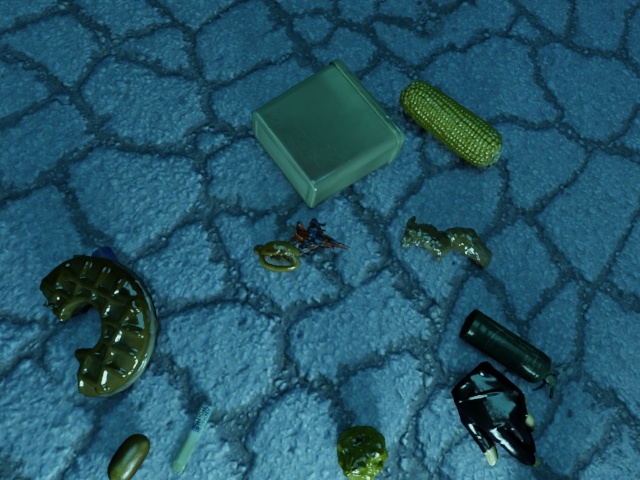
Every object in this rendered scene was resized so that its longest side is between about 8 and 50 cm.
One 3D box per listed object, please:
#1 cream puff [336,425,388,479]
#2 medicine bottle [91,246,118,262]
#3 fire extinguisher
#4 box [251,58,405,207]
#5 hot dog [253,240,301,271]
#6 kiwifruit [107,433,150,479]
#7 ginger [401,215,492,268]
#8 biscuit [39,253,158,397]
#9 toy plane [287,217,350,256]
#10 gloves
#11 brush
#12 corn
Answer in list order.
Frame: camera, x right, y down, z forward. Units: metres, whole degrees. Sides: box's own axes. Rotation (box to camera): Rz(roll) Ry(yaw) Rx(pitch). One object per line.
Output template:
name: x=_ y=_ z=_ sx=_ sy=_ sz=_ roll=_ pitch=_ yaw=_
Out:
cream puff: x=0.107 y=0.539 z=1.361 sx=0.146 sy=0.116 sz=0.146 roll=2 pitch=69 yaw=-4
medicine bottle: x=-0.547 y=0.126 z=1.452 sx=0.059 sy=0.059 sz=0.231 roll=-27 pitch=75 yaw=-18
fire extinguisher: x=0.548 y=0.326 z=1.528 sx=0.311 sy=0.095 sz=0.115 roll=32 pitch=102 yaw=6
box: x=0.017 y=-0.332 z=1.661 sx=0.343 sy=0.177 sz=0.352 roll=-33 pitch=78 yaw=-18
hot dog: x=-0.126 y=0.045 z=1.549 sx=0.140 sy=0.060 sz=0.090 roll=0 pitch=92 yaw=-1
kiwifruit: x=-0.464 y=0.527 z=1.297 sx=0.075 sy=0.075 sz=0.125 roll=34 pitch=72 yaw=5
ginger: x=0.393 y=0.008 z=1.631 sx=0.289 sy=0.084 sz=0.122 roll=15 pitch=60 yaw=-3
biscuit: x=-0.548 y=0.193 z=1.354 sx=0.268 sy=0.115 sz=0.367 roll=-31 pitch=80 yaw=12
toy plane: x=0.000 y=0.002 z=1.578 sx=0.189 sy=0.061 sz=0.130 roll=19 pitch=65 yaw=14
gloves: x=0.480 y=0.483 z=1.436 sx=0.197 sy=0.152 sz=0.301 roll=-43 pitch=94 yaw=6
brush: x=-0.323 y=0.497 z=1.357 sx=0.033 sy=0.030 sz=0.179 roll=28 pitch=66 yaw=-8
corn: x=0.436 y=-0.386 z=1.767 sx=0.387 sy=0.144 sz=0.144 roll=43 pitch=69 yaw=11
